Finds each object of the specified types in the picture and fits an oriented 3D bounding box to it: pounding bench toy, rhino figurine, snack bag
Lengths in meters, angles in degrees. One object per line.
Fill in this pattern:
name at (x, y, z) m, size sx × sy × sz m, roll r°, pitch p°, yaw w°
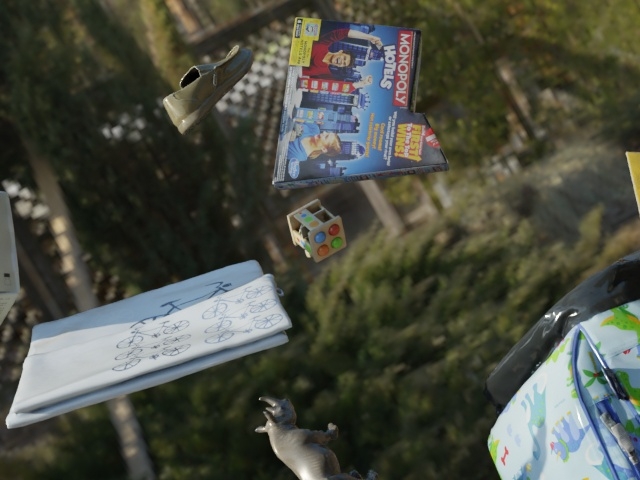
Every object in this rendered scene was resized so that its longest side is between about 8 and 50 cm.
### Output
pounding bench toy at (0.000, 0.000, 1.804) m, size 0.052 × 0.083 × 0.065 m, roll -29°, pitch 42°, yaw -19°
rhino figurine at (-0.021, 0.340, 2.161) m, size 0.106 × 0.243 × 0.073 m, roll -26°, pitch -29°, yaw -37°
snack bag at (-0.200, 0.103, 1.558) m, size 0.323 × 0.037 × 0.342 m, roll -18°, pitch 15°, yaw -2°

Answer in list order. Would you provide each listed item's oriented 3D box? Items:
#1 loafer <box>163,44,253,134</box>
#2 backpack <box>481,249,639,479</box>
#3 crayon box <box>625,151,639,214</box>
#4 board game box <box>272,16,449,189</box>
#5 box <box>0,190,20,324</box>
loafer at (-0.126, -0.181, 1.501) m, size 0.056 × 0.050 × 0.148 m, roll -34°, pitch 16°, yaw 47°
backpack at (0.325, 0.242, 1.397) m, size 0.273 × 0.355 × 0.290 m, roll -25°, pitch -21°, yaw -34°
crayon box at (0.488, 0.005, 1.393) m, size 0.323 × 0.083 × 0.203 m, roll 2°, pitch 45°, yaw -1°
board game box at (0.056, -0.143, 1.499) m, size 0.194 × 0.194 × 0.060 m, roll 8°, pitch -3°, yaw 7°
box at (-0.485, 0.069, 1.688) m, size 0.121 × 0.148 × 0.311 m, roll 0°, pitch -27°, yaw -28°
